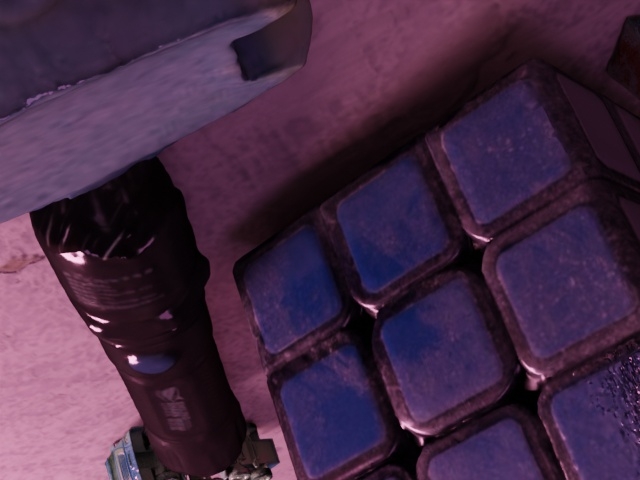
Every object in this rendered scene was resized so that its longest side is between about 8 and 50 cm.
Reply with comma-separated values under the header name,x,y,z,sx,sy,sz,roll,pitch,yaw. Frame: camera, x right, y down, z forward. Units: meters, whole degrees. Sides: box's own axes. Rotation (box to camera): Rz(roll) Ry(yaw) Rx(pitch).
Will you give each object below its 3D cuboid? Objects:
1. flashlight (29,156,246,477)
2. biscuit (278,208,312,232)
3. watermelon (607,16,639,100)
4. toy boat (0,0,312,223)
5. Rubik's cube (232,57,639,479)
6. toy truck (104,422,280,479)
name,x,y,z,sx,sy,sz,roll,pitch,yaw
flashlight,-0.126,0.082,0.887,0.103,0.103,0.424,-18,148,-8
biscuit,0.000,0.000,0.916,0.078,0.015,0.091,-35,148,22
watermelon,0.246,-0.124,0.858,0.061,0.085,0.085,-4,165,43
toy boat,-0.162,-0.094,0.592,0.330,0.123,0.215,-26,176,0
Rubik's cube,0.166,0.094,0.848,0.301,0.305,0.303,-33,154,29
toy truck,-0.126,0.222,1.119,0.175,0.067,0.081,5,144,-42
